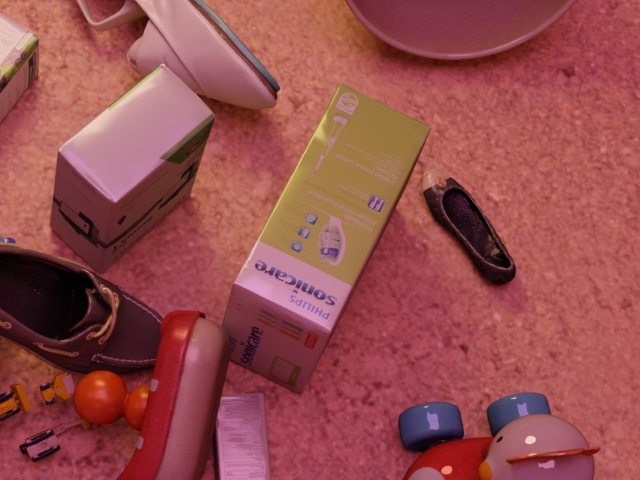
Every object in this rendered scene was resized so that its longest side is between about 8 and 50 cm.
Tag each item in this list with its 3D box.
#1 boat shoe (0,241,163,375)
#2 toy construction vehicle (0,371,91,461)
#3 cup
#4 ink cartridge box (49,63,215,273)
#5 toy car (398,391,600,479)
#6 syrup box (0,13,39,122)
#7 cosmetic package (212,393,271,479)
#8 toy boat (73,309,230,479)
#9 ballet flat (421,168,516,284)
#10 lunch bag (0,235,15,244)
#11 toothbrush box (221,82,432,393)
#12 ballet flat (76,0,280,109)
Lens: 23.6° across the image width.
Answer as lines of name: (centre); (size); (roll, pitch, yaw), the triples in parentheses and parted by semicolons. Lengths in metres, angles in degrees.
boat shoe: (-0.274, 0.077, 1.636); (0.305, 0.091, 0.109); (24, 72, -36)
toy construction vehicle: (-0.307, 0.189, 1.664); (0.098, 0.035, 0.085); (-27, 106, -20)
cup: (0.165, -0.429, 1.924); (0.331, 0.331, 0.237); (1, 40, -10)
ink cartridge box: (-0.215, -0.076, 1.720); (0.092, 0.219, 0.160); (43, 67, 7)
toy car: (0.203, 0.252, 1.629); (0.210, 0.238, 0.219); (-4, 66, -12)
syrup box: (-0.432, -0.155, 1.787); (0.096, 0.093, 0.237); (29, 64, 4)
cosmetic package: (-0.089, 0.230, 1.697); (0.060, 0.041, 0.115); (0, 66, -10)
toy boat: (-0.190, 0.181, 1.629); (0.151, 0.151, 0.231); (12, 85, 4)
ballet flat: (0.184, -0.022, 1.857); (0.057, 0.049, 0.173); (-31, 74, -22)
lunch bag: (-0.469, 0.119, 1.611); (0.221, 0.138, 0.293); (17, 72, -36)
toothbrush box: (0.000, 0.000, 1.729); (0.122, 0.206, 0.283); (27, 63, 3)
ballet flat: (-0.209, -0.277, 1.878); (0.139, 0.139, 0.400); (-33, 70, -22)
